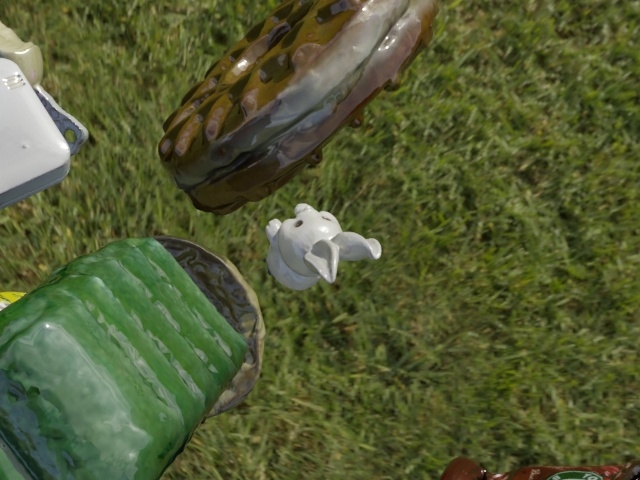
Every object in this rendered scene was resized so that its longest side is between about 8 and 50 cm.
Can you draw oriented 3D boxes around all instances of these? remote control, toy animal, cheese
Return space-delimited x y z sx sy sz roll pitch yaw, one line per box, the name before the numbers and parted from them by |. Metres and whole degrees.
remote control | -0.301 -0.038 0.684 0.250 0.034 0.103 -30 79 -24
toy animal | -0.003 0.001 1.464 0.103 0.221 0.131 -12 87 -25
cheese | -0.450 -0.232 1.457 0.286 0.082 0.163 38 117 1

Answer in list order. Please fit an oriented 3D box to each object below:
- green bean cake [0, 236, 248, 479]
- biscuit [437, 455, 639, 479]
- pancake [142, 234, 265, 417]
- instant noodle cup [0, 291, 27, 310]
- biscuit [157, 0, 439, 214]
green bean cake | -0.229 0.148 0.766 0.300 0.308 0.169 -39 94 12
biscuit | 0.224 0.274 1.051 0.151 0.235 0.063 -43 113 -52
pancake | -0.184 0.115 1.241 0.241 0.050 0.242 0 93 -3
instant noodle cup | -0.417 0.263 1.560 0.325 0.325 0.254 27 96 -6
biscuit | -0.026 -0.160 0.994 0.332 0.332 0.103 -47 109 -14
